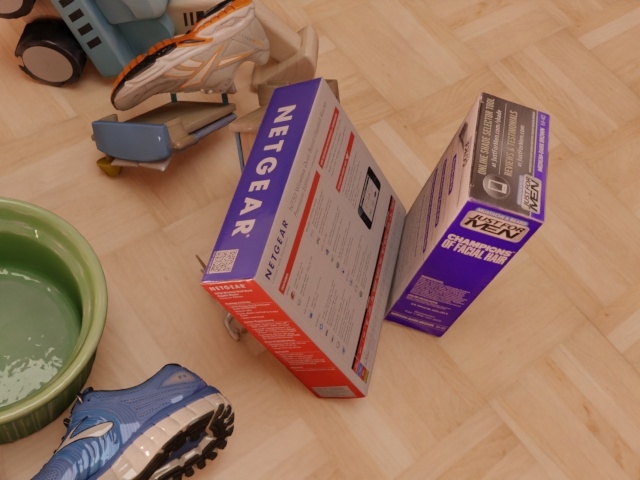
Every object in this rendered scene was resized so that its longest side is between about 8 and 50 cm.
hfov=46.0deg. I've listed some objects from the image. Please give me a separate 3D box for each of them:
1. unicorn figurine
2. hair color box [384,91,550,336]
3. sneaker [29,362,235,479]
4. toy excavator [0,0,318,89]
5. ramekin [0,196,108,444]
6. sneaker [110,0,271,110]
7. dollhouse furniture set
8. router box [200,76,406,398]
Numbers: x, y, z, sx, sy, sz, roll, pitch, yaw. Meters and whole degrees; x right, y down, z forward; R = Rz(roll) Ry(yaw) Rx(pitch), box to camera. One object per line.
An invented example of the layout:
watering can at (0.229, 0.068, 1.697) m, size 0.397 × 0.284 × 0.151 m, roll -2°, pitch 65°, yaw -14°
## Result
unicorn figurine at (-0.108, 0.086, 1.100) m, size 0.162 × 0.060 × 0.111 m, roll 3°, pitch 57°, yaw -32°
hair color box at (0.197, -0.021, 1.068) m, size 0.110 × 0.338 × 0.185 m, roll 17°, pitch 57°, yaw -4°
sneaker at (-0.271, 0.270, 0.916) m, size 0.330 × 0.129 × 0.147 m, roll -33°, pitch 49°, yaw -22°
toy excavator at (-0.262, -0.382, 1.220) m, size 0.446 × 0.433 × 0.222 m, roll -4°, pitch 56°, yaw 16°
ramekin at (-0.422, 0.109, 0.943) m, size 0.304 × 0.148 × 0.303 m, roll 7°, pitch 58°, yaw -11°
sneaker at (-0.191, -0.254, 1.147) m, size 0.263 × 0.121 × 0.099 m, roll -31°, pitch 31°, yaw 3°
dollhouse furniture set at (-0.158, -0.131, 1.211) m, size 0.304 × 0.198 × 0.286 m, roll 7°, pitch 28°, yaw 26°
router box at (0.000, 0.000, 1.042) m, size 0.082 × 0.301 × 0.335 m, roll -6°, pitch 50°, yaw 30°
